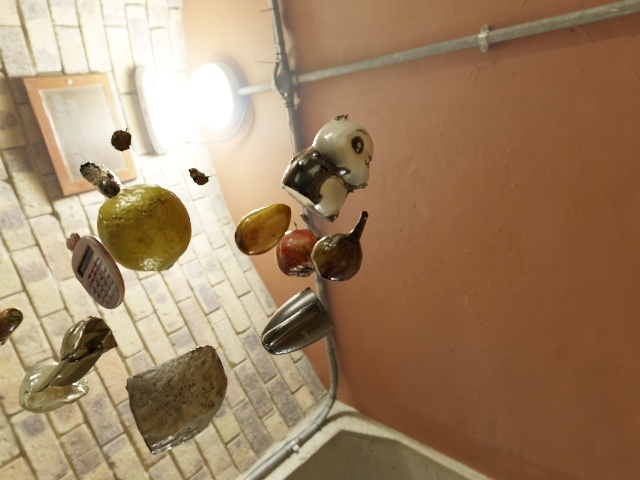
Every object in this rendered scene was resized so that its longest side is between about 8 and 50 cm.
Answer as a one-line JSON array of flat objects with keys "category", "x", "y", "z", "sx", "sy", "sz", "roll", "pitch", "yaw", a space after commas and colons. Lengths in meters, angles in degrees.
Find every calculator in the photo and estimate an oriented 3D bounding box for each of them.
[{"category": "calculator", "x": -0.403, "y": 0.051, "z": 0.746, "sx": 0.166, "sy": 0.024, "sz": 0.103, "roll": 48, "pitch": -60, "yaw": 14}]

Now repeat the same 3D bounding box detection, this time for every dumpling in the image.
[{"category": "dumpling", "x": -0.852, "y": 0.474, "z": 1.339, "sx": 0.258, "sy": 0.192, "sz": 0.147, "roll": 20, "pitch": -89, "yaw": 65}]

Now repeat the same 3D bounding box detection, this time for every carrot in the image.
[{"category": "carrot", "x": -1.187, "y": 0.325, "z": 1.560, "sx": 0.193, "sy": 0.087, "sz": 0.087, "roll": -41, "pitch": -103, "yaw": 22}]

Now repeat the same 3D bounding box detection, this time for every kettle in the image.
[{"category": "kettle", "x": -0.110, "y": 0.338, "z": 1.657, "sx": 0.207, "sy": 0.290, "sz": 0.268, "roll": 56, "pitch": -9, "yaw": 15}]

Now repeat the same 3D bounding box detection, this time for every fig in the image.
[{"category": "fig", "x": 0.071, "y": 0.028, "z": 1.491, "sx": 0.190, "sy": 0.190, "sz": 0.290, "roll": 46, "pitch": -33, "yaw": 20}]

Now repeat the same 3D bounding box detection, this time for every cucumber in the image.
[{"category": "cucumber", "x": -0.679, "y": -0.188, "z": 1.304, "sx": 0.303, "sy": 0.081, "sz": 0.072, "roll": 28, "pitch": -69, "yaw": 44}]

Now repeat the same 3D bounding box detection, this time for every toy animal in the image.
[{"category": "toy animal", "x": 0.037, "y": -0.246, "z": 1.362, "sx": 0.250, "sy": 0.310, "sz": 0.251, "roll": 37, "pitch": -6, "yaw": 4}]

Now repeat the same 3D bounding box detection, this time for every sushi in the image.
[{"category": "sushi", "x": -0.347, "y": -0.187, "z": 1.181, "sx": 0.046, "sy": 0.044, "sz": 0.083, "roll": 51, "pitch": 0, "yaw": 4}]

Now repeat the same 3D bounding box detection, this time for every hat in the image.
[{"category": "hat", "x": -0.554, "y": 0.249, "z": 0.914, "sx": 0.085, "sy": 0.175, "sz": 0.147, "roll": 44, "pitch": -8, "yaw": 11}]

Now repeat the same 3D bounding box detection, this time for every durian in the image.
[{"category": "durian", "x": -0.704, "y": -0.359, "z": 1.480, "sx": 0.080, "sy": 0.080, "sz": 0.091, "roll": 27, "pitch": -86, "yaw": 34}]

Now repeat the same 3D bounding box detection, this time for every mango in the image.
[{"category": "mango", "x": -0.182, "y": -0.039, "z": 1.363, "sx": 0.112, "sy": 0.219, "sz": 0.145, "roll": 38, "pitch": -18, "yaw": 47}]

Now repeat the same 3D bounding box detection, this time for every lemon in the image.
[{"category": "lemon", "x": -0.682, "y": -0.043, "z": 1.650, "sx": 0.349, "sy": 0.350, "sz": 0.388, "roll": 14, "pitch": -42, "yaw": 41}]

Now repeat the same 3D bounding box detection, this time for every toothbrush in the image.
[{"category": "toothbrush", "x": 0.000, "y": 0.000, "z": 1.661, "sx": 0.026, "sy": 0.024, "sz": 0.288, "roll": 5, "pitch": -44, "yaw": 49}]

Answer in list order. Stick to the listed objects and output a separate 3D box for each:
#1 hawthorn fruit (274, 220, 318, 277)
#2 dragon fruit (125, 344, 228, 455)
[{"category": "hawthorn fruit", "x": -0.097, "y": 0.030, "z": 1.912, "sx": 0.242, "sy": 0.241, "sz": 0.272, "roll": -54, "pitch": -136, "yaw": 44}, {"category": "dragon fruit", "x": -0.351, "y": 0.411, "z": 1.106, "sx": 0.204, "sy": 0.221, "sz": 0.283, "roll": 64, "pitch": -12, "yaw": 11}]
